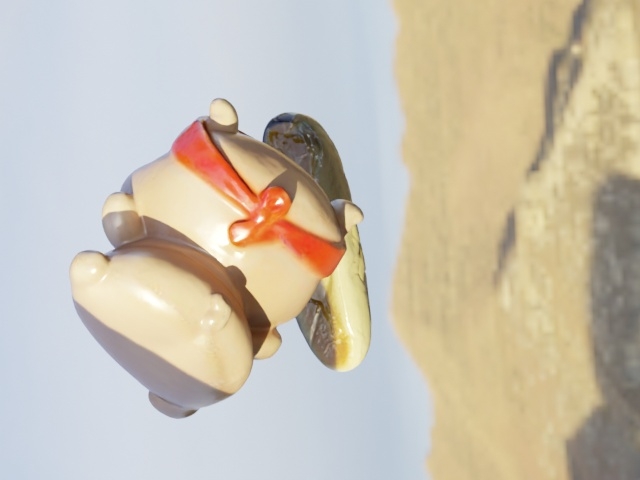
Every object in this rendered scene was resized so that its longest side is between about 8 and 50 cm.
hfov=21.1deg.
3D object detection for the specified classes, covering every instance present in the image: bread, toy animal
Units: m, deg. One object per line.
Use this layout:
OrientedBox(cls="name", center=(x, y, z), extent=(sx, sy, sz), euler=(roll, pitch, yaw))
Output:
OrientedBox(cls="bread", center=(0.000, -0.001, 1.391), extent=(0.053, 0.073, 0.214), euler=(-23, -77, -59))
OrientedBox(cls="toy animal", center=(-0.076, 0.008, 1.194), extent=(0.197, 0.171, 0.171), euler=(-53, -30, -29))
